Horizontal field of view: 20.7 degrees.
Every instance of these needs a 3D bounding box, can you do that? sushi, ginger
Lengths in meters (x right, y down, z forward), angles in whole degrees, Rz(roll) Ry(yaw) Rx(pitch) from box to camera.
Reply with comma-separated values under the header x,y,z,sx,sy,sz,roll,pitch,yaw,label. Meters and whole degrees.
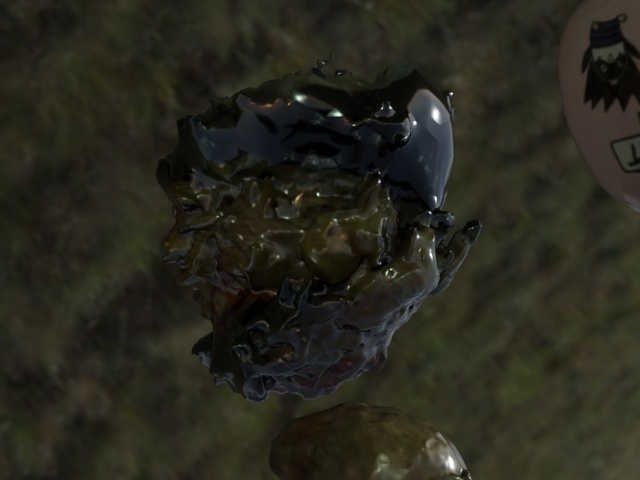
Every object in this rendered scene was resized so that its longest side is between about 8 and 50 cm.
x,y,z,sx,sy,sz,roll,pitch,yaw,label
0.001,0.005,1.223,0.225,0.218,0.238,-13,157,6,sushi
0.006,0.146,0.890,0.204,0.104,0.080,120,-7,-54,ginger

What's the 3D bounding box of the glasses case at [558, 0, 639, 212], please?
x,y,z,sx,sy,sz,roll,pitch,yaw,label
0.239,-0.089,0.746,0.314,0.122,0.075,-13,-169,40,glasses case
